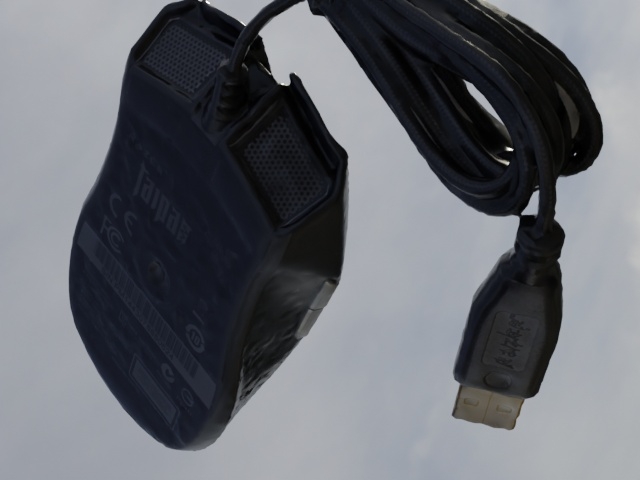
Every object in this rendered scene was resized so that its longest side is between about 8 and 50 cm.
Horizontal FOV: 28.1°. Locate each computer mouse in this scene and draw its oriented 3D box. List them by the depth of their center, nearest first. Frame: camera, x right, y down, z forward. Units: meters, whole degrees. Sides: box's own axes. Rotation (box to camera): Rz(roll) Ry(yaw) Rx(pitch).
[{"bbox_3d":[0.000,0.000,0.410,0.060,0.184,0.262,-27,-30,-36],"label":"computer mouse"}]
